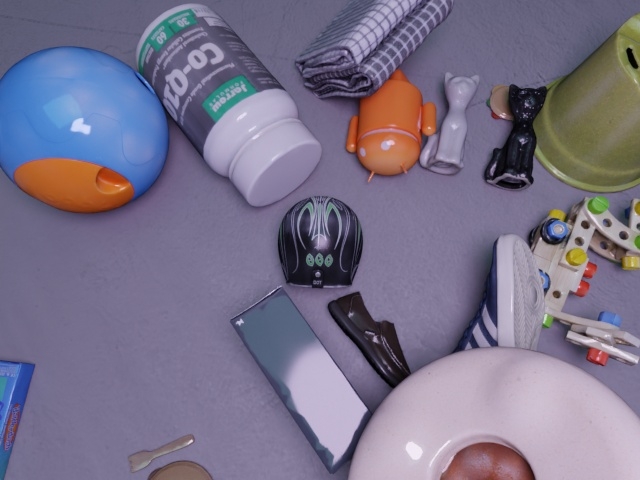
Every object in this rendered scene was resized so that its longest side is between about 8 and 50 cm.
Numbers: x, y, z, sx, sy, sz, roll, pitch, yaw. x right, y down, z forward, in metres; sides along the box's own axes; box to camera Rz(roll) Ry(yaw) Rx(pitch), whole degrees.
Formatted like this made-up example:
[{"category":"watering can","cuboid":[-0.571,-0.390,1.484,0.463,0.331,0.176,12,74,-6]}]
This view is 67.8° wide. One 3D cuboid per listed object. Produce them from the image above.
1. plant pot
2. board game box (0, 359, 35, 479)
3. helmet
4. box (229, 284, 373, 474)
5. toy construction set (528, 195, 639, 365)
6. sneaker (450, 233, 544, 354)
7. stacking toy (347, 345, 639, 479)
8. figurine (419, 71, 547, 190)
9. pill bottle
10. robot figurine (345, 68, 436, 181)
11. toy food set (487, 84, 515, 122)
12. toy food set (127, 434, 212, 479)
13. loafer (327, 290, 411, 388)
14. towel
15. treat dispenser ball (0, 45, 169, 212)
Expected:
[{"category":"plant pot","cuboid":[0.561,-0.262,0.867,0.276,0.254,0.276,0,72,1]},{"category":"board game box","cuboid":[-0.611,0.312,0.826,0.160,0.047,0.210,6,73,3]},{"category":"helmet","cuboid":[0.000,0.000,0.857,0.170,0.169,0.161,2,90,2]},{"category":"box","cuboid":[-0.024,0.220,0.770,0.103,0.184,0.261,-35,76,-8]},{"category":"toy construction set","cuboid":[0.472,0.058,0.836,0.215,0.151,0.327,25,64,8]},{"category":"sneaker","cuboid":[0.274,0.164,0.784,0.148,0.131,0.349,-4,81,47]},{"category":"stacking toy","cuboid":[0.284,0.397,0.620,0.351,0.480,0.350,-27,35,20]},{"category":"figurine","cuboid":[0.321,-0.225,0.931,0.215,0.092,0.209,14,82,6]},{"category":"pill bottle","cuboid":[-0.171,-0.252,0.905,0.204,0.204,0.361,-37,76,-9]},{"category":"robot figurine","cuboid":[0.136,-0.222,0.929,0.158,0.128,0.219,7,73,-3]},{"category":"toy food set","cuboid":[0.393,-0.287,1.000,0.083,0.020,0.082,22,75,7]},{"category":"toy food set","cuboid":[-0.238,0.434,0.788,0.133,0.038,0.192,-19,60,-12]},{"category":"loafer","cuboid":[0.106,0.175,0.834,0.078,0.080,0.220,-38,76,-9]},{"category":"towel","cuboid":[0.093,-0.385,0.919,0.235,0.284,0.121,-49,115,-7]},{"category":"treat dispenser ball","cuboid":[-0.421,-0.192,0.850,0.288,0.288,0.288,0,73,1]}]
